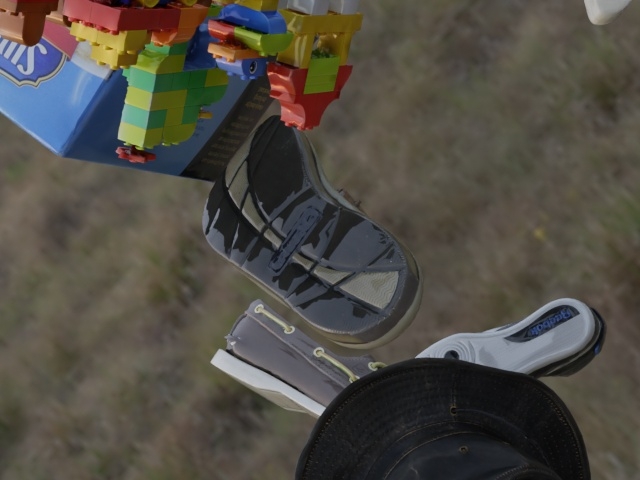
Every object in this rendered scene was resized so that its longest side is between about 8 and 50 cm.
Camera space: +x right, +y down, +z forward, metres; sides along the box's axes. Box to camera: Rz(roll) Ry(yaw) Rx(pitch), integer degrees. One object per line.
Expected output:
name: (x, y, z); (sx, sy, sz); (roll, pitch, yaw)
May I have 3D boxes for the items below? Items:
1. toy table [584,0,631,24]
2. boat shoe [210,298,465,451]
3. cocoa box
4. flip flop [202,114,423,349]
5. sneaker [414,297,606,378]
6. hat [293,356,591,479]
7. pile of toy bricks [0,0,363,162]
toy table: (0.295, -0.329, 1.713); (0.252, 0.161, 0.274); (105, 154, -57)
boat shoe: (0.030, 0.166, 2.039); (0.324, 0.116, 0.096); (25, 80, 28)
cocoa box: (-0.165, -0.206, 1.508); (0.228, 0.231, 0.347); (-55, -15, 8)
flip flop: (0.000, 0.000, 1.355); (0.112, 0.080, 0.277); (-53, 40, 4)
sneaker: (0.209, 0.134, 1.983); (0.217, 0.121, 0.079); (-21, 70, 19)
hat: (0.138, 0.270, 1.734); (0.331, 0.331, 0.134); (-49, 23, -8)
pile of toy bricks: (-0.075, -0.089, 0.918); (0.212, 0.118, 0.105); (-13, -62, -58)
